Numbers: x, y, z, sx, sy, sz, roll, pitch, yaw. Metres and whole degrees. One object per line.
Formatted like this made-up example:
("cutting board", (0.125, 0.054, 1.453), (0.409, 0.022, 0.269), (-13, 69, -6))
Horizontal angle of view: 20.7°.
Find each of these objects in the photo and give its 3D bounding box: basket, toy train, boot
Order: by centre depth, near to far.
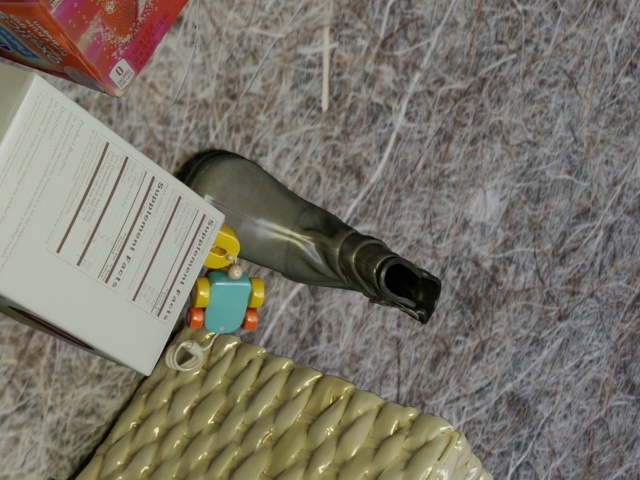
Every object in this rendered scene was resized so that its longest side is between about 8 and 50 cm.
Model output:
("toy train", (-0.118, 0.025, 1.399), (0.125, 0.046, 0.166), (-29, 130, 4))
("basket", (-0.039, 0.293, 1.437), (0.331, 0.328, 0.266), (-55, 140, -20))
("boot", (0.000, 0.000, 1.477), (0.246, 0.161, 0.083), (26, 86, -56))

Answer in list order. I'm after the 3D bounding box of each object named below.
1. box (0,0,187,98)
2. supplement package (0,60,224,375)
("box", (-0.139, -0.241, 1.184), (0.257, 0.128, 0.123), (-58, 145, -16))
("supplement package", (-0.200, -0.020, 1.205), (0.244, 0.139, 0.134), (39, 73, -54))
